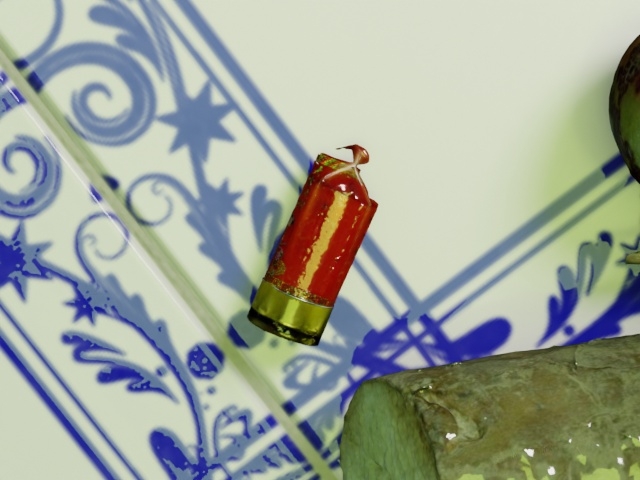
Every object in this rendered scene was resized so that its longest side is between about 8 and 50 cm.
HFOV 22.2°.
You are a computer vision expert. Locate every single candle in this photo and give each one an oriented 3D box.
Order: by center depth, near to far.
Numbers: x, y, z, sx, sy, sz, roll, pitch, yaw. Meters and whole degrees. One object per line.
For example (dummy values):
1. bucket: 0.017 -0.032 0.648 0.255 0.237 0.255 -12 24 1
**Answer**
1. candle: 0.000 0.000 1.033 0.052 0.052 0.130 22 95 -3

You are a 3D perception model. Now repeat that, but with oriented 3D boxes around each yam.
1. yam: 0.165 0.141 0.993 0.304 0.168 0.168 -8 97 -1

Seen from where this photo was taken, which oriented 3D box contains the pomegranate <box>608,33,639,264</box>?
1. pomegranate: 0.244 -0.064 0.995 0.148 0.148 0.169 3 134 -1
